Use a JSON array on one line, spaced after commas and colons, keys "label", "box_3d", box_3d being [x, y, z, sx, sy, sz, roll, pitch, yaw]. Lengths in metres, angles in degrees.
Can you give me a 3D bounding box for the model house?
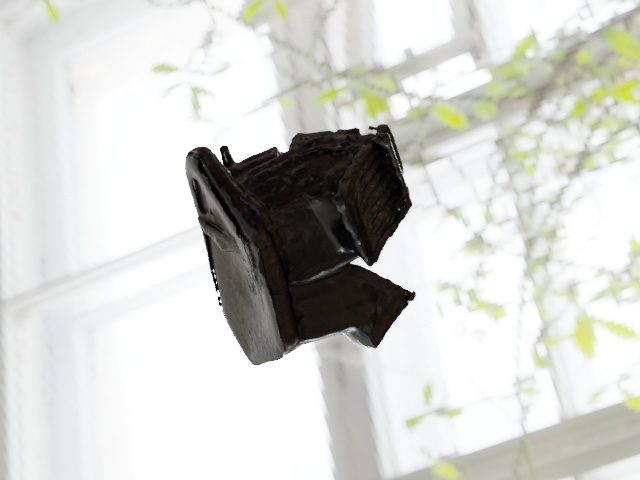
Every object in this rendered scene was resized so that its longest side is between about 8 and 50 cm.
[{"label": "model house", "box_3d": [-0.004, 0.002, 1.469, 0.141, 0.164, 0.203, 37, 144, 51]}]
